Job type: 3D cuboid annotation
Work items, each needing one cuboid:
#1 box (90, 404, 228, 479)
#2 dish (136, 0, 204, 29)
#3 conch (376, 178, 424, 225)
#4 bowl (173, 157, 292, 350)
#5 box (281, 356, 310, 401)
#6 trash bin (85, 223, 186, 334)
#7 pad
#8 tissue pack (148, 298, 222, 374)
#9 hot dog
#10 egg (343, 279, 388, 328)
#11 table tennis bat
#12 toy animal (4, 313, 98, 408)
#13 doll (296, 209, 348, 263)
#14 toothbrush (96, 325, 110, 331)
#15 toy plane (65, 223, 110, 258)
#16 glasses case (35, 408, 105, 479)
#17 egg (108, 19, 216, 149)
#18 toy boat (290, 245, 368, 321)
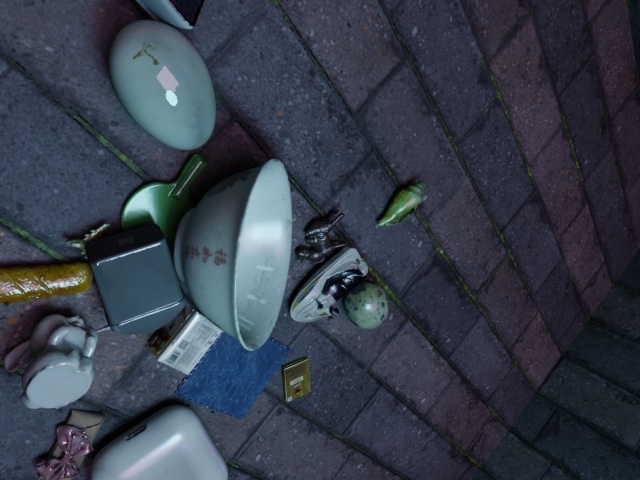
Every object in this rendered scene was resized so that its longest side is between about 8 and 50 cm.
[{"bbox_3d":[-0.417,0.622,1.274,0.288,0.141,0.349,-31,124,-23],"label":"box"},{"bbox_3d":[-0.334,-0.510,0.886,0.080,0.182,0.243,-27,131,23],"label":"dish"},{"bbox_3d":[0.263,-0.112,1.498,0.201,0.079,0.095,-46,143,11],"label":"conch"},{"bbox_3d":[-0.208,0.023,1.098,0.196,0.435,0.435,5,112,9],"label":"bowl"},{"bbox_3d":[-0.078,0.442,1.516,0.090,0.023,0.133,-17,118,-28],"label":"box"},{"bbox_3d":[-0.407,0.096,1.065,0.176,0.101,0.236,-19,130,-21],"label":"trash bin"},{"bbox_3d":[-0.243,0.376,1.379,0.269,0.012,0.270,38,85,-39],"label":"pad"},{"bbox_3d":[-0.338,0.240,1.199,0.149,0.099,0.106,-52,131,-7],"label":"tissue pack"},{"bbox_3d":[-0.616,0.087,0.967,0.285,0.061,0.088,-11,103,-33],"label":"hot dog"},{"bbox_3d":[0.146,0.208,1.502,0.141,0.141,0.182,-35,132,-19],"label":"egg"},{"bbox_3d":[-0.347,-0.091,1.101,0.160,0.039,0.257,36,92,-39],"label":"table tennis bat"},{"bbox_3d":[-0.555,0.254,0.992,0.178,0.193,0.127,-52,132,-3],"label":"toy animal"},{"bbox_3d":[0.000,0.000,1.371,0.165,0.057,0.139,-24,124,-20],"label":"doll"},{"bbox_3d":[-0.490,0.205,1.132,0.167,0.014,0.011,-20,136,-28],"label":"toothbrush"},{"bbox_3d":[-0.492,0.009,1.032,0.111,0.040,0.102,9,102,-39],"label":"toy plane"},{"bbox_3d":[-0.604,0.503,1.138,0.102,0.070,0.193,27,92,-38],"label":"glasses case"},{"bbox_3d":[-0.305,-0.299,0.947,0.183,0.183,0.264,-37,131,-18],"label":"egg"},{"bbox_3d":[0.034,0.147,1.406,0.269,0.140,0.141,-51,129,-14],"label":"toy boat"}]
